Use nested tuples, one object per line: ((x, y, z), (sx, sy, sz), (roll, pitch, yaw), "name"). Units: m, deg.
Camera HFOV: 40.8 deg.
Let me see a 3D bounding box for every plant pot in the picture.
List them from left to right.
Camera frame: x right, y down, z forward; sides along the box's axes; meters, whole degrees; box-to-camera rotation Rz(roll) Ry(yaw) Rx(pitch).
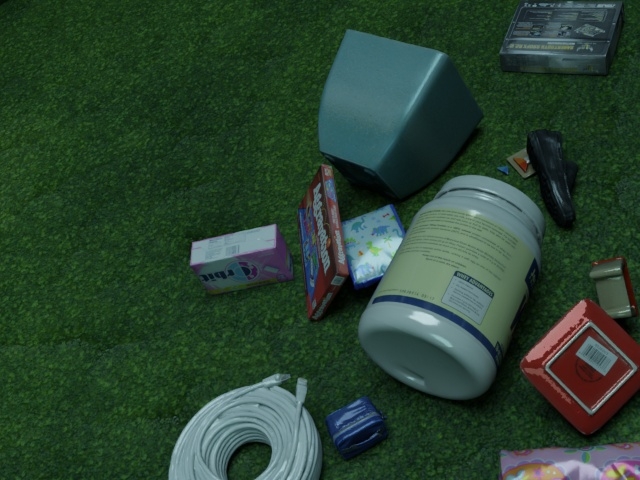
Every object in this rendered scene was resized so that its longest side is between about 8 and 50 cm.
((0.137, -0.234, 1.740), (0.248, 0.247, 0.252), (23, 80, 35), "plant pot")

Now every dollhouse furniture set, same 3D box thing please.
((0.566, 0.054, 1.351), (0.259, 0.135, 0.262), (-14, 88, 26), "dollhouse furniture set")

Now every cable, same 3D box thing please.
((-0.124, 0.364, 1.436), (0.257, 0.089, 0.257), (-15, 49, 10), "cable")

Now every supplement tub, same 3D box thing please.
((0.229, 0.074, 1.441), (0.235, 0.235, 0.325), (13, 58, 30), "supplement tub")

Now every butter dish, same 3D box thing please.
((0.409, 0.194, 1.357), (0.160, 0.118, 0.160), (-45, 87, 0), "butter dish")

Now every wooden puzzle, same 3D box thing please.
((0.417, -0.161, 1.715), (0.116, 0.014, 0.078), (-34, 48, -8), "wooden puzzle")

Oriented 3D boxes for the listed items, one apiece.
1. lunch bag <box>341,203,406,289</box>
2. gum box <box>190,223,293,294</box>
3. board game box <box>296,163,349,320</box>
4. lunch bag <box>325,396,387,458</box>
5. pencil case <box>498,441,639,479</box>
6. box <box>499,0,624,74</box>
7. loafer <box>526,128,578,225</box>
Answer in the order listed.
((0.107, 0.021, 1.628), (0.128, 0.096, 0.151), (-22, 38, 2), "lunch bag")
((-0.159, 0.042, 1.706), (0.188, 0.107, 0.062), (-12, 48, 12), "gum box")
((0.000, 0.000, 1.665), (0.027, 0.145, 0.281), (12, 45, -21), "board game box")
((0.064, 0.311, 1.420), (0.098, 0.067, 0.065), (-28, 48, -5), "lunch bag")
((0.398, 0.350, 1.228), (0.284, 0.124, 0.124), (-8, 49, 14), "pencil case")
((0.528, -0.446, 1.881), (0.231, 0.056, 0.183), (8, 56, 27), "box")
((0.451, -0.126, 1.628), (0.078, 0.076, 0.223), (-9, 53, 3), "loafer")
